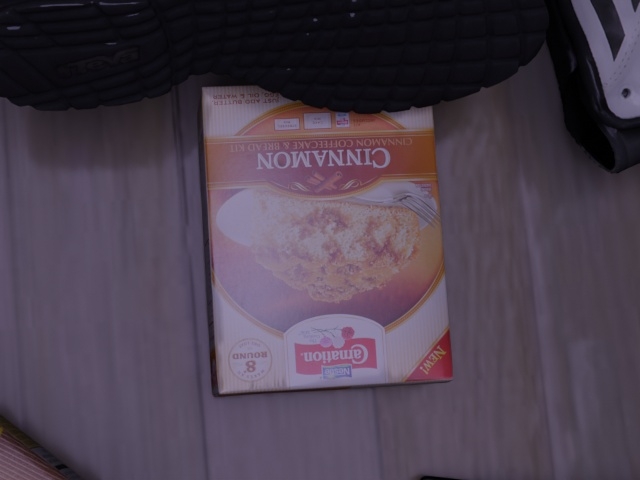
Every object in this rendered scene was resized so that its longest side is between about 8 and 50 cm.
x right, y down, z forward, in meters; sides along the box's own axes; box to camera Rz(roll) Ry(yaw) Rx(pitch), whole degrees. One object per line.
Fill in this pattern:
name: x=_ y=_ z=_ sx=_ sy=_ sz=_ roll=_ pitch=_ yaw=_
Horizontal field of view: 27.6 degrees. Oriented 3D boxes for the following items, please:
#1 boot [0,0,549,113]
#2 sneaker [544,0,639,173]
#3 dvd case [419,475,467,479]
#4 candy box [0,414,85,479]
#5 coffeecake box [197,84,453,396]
boot: x=-0.041 y=-0.195 z=0.779 sx=0.338 sy=0.118 sz=0.222 roll=1 pitch=54 yaw=-10
sneaker: x=0.312 y=-0.094 z=0.826 sx=0.447 sy=0.169 sz=0.257 roll=43 pitch=88 yaw=9
dvd case: x=0.136 y=0.279 z=0.784 sx=0.180 sy=0.022 sz=0.253 roll=6 pitch=81 yaw=6
candy box: x=-0.214 y=0.195 z=0.742 sx=0.316 sy=0.087 sz=0.183 roll=38 pitch=80 yaw=0
coffeecake box: x=0.000 y=0.000 z=0.804 sx=0.142 sy=0.068 sz=0.185 roll=-3 pitch=83 yaw=-8
